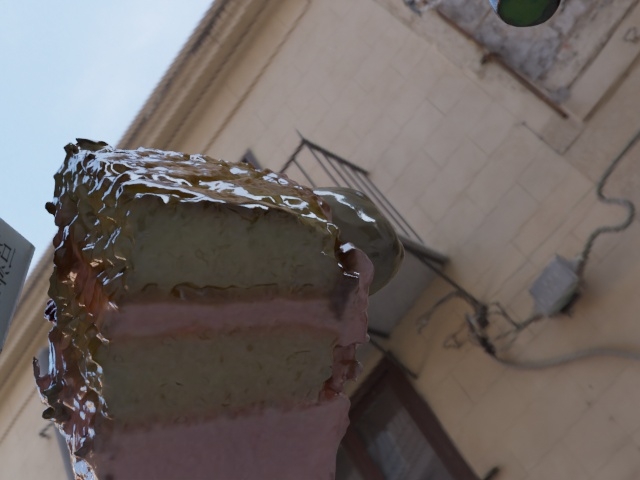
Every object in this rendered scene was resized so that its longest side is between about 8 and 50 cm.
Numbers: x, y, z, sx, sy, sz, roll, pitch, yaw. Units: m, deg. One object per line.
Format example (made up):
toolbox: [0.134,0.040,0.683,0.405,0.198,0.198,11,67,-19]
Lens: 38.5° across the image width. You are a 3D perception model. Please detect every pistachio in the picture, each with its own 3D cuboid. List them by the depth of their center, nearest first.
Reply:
pistachio: [0.000,0.000,1.191,0.223,0.152,0.126,13,-18,4]

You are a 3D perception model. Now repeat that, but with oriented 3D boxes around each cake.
cake: [-0.121,0.077,0.928,0.293,0.314,0.306,4,-77,-23]

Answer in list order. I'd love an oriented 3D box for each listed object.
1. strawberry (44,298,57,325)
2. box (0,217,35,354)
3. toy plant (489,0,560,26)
strawberry: [-0.285,0.095,1.295,0.190,0.236,0.111,21,-95,-14]
box: [-0.539,0.040,1.042,0.122,0.344,0.385,-19,-45,24]
toy plant: [0.240,-0.338,1.115,0.093,0.162,0.092,0,-35,0]
